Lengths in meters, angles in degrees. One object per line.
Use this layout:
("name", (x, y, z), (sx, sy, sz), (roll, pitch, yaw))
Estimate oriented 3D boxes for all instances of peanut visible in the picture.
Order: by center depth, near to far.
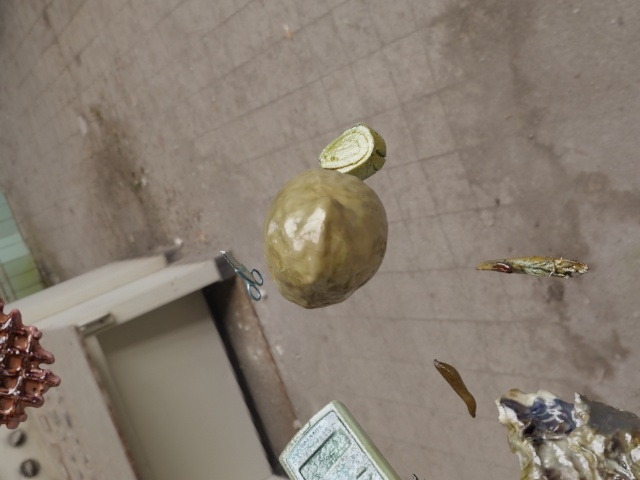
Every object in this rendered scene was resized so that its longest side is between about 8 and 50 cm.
("peanut", (0.000, 0.000, 1.053), (0.169, 0.192, 0.387), (25, 180, 1))

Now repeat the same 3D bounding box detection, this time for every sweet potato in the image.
("sweet potato", (0.217, 0.229, 1.212), (0.115, 0.026, 0.026), (53, 150, -4))

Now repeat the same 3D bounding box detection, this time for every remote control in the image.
("remote control", (0.044, 0.273, 0.788), (0.038, 0.098, 0.233), (39, -174, -44))

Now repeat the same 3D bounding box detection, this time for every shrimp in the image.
("shrimp", (0.337, 0.041, 1.250), (0.178, 0.124, 0.034), (4, 91, 33))

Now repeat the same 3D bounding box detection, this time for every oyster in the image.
("oyster", (0.197, 0.140, 0.509), (0.103, 0.148, 0.051), (-97, 21, -52))

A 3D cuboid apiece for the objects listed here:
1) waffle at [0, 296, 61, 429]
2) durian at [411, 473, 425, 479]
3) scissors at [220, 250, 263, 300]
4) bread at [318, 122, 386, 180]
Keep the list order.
("waffle", (-0.568, 0.213, 1.294), (0.234, 0.221, 0.055), (55, 170, -5))
("durian", (0.196, 0.449, 1.240), (0.215, 0.086, 0.100), (-107, 26, -46))
("scissors", (-0.131, 0.052, 1.294), (0.014, 0.058, 0.119), (-15, 136, 25))
("bread", (0.065, -0.174, 1.629), (0.156, 0.064, 0.118), (-27, 47, 26))
